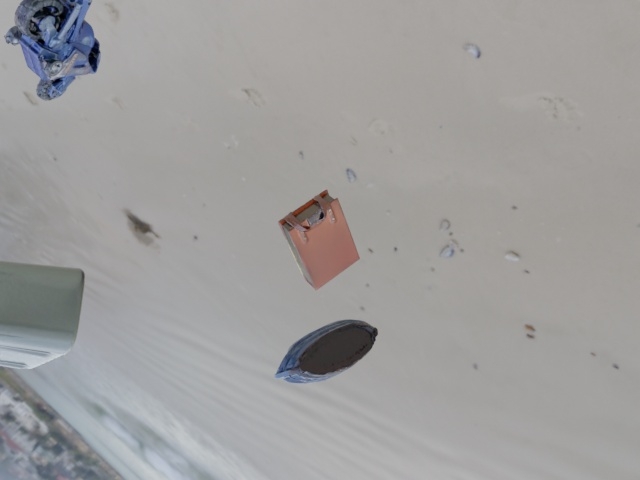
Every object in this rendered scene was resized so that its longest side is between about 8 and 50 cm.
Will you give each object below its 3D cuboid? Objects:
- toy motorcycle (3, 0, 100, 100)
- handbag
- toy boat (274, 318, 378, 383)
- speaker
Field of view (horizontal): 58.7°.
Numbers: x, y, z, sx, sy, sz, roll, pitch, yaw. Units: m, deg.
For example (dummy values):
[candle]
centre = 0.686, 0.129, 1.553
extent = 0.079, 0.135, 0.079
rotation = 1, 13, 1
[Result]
[toy motorcycle]
centre = -0.352, -0.270, 0.775
extent = 0.076, 0.114, 0.205
rotation = 41, 154, 0
[handbag]
centre = 0.000, 0.000, 1.195
extent = 0.063, 0.127, 0.190
rotation = 42, 162, 45
[toy boat]
centre = 0.020, 0.286, 1.470
extent = 0.129, 0.309, 0.142
rotation = 67, 154, 3
[speaker]
centre = -0.652, 0.163, 1.199
extent = 0.184, 0.183, 0.406
rotation = 15, 156, -34
